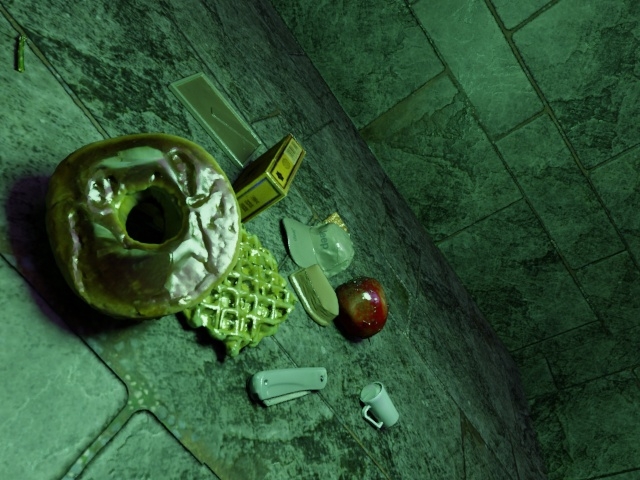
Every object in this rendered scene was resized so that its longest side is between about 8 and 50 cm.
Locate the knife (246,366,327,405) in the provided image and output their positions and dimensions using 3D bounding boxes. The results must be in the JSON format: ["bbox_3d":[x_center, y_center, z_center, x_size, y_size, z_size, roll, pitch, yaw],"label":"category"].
[{"bbox_3d":[-0.067,0.333,0.964,0.266,0.041,0.073,17,58,-55],"label":"knife"}]

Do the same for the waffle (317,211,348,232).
[{"bbox_3d":[0.050,-0.048,1.592,0.102,0.042,0.148,56,25,-2],"label":"waffle"}]

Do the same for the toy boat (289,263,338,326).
[{"bbox_3d":[-0.009,0.162,1.230,0.188,0.061,0.116,61,25,4],"label":"toy boat"}]

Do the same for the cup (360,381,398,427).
[{"bbox_3d":[0.163,0.482,1.191,0.104,0.074,0.116,-41,105,-40],"label":"cup"}]

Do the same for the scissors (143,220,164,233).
[{"bbox_3d":[-0.286,0.010,0.949,0.248,0.017,0.144,13,50,-55],"label":"scissors"}]

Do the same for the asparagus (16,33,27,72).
[{"bbox_3d":[-0.591,-0.375,0.822,0.015,0.014,0.114,85,-11,-64],"label":"asparagus"}]

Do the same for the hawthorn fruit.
[{"bbox_3d":[0.138,0.228,1.314,0.235,0.181,0.181,67,23,-14],"label":"hawthorn fruit"}]

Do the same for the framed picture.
[{"bbox_3d":[-0.319,-0.389,1.326,0.315,0.024,0.232,49,27,-17],"label":"framed picture"}]

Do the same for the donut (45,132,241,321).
[{"bbox_3d":[-0.305,-0.023,0.723,0.330,0.160,0.329,12,66,-30],"label":"donut"}]

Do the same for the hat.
[{"bbox_3d":[0.000,0.000,1.355,0.245,0.149,0.214,37,30,-58],"label":"hat"}]

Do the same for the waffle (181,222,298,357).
[{"bbox_3d":[-0.186,0.092,0.933,0.297,0.073,0.317,59,35,0],"label":"waffle"}]

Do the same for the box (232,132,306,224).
[{"bbox_3d":[-0.160,-0.172,1.171,0.084,0.193,0.301,48,27,-20],"label":"box"}]

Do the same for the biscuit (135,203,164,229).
[{"bbox_3d":[-0.312,-0.079,0.885,0.212,0.041,0.238,8,34,-49],"label":"biscuit"}]
